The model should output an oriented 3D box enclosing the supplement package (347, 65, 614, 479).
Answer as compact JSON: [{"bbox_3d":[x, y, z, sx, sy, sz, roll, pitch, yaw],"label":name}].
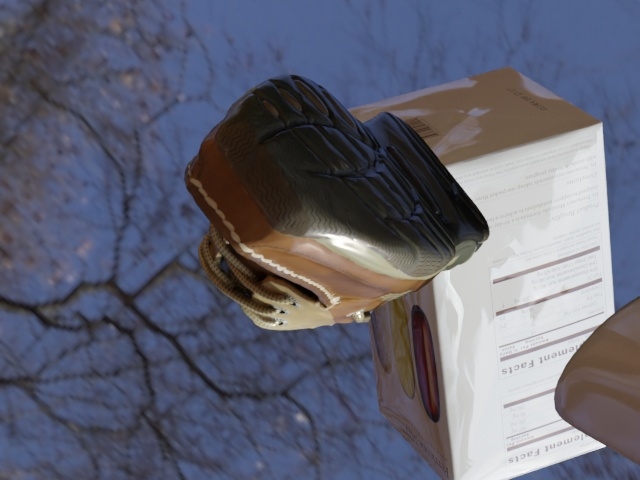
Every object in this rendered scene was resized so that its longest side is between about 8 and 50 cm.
[{"bbox_3d":[0.112,0.026,1.284,0.134,0.244,0.139,-16,-154,-17],"label":"supplement package"}]

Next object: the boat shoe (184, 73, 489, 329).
[{"bbox_3d":[0.000,0.000,0.998,0.120,0.324,0.122,-38,-104,13],"label":"boat shoe"}]

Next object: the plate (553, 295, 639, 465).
[{"bbox_3d":[0.228,0.002,0.612,0.278,0.277,0.045,-28,-78,-7],"label":"plate"}]
